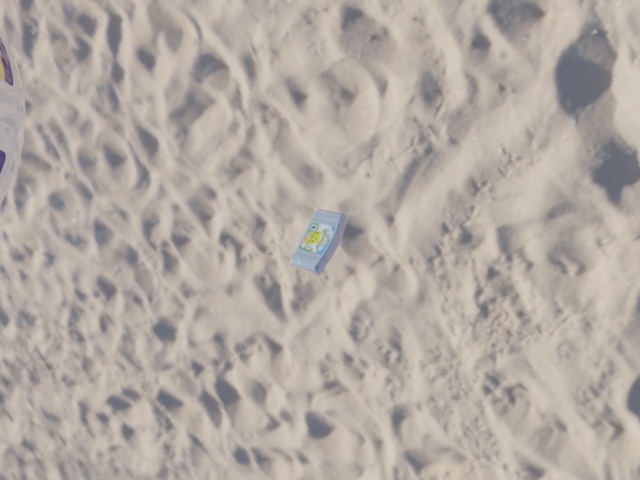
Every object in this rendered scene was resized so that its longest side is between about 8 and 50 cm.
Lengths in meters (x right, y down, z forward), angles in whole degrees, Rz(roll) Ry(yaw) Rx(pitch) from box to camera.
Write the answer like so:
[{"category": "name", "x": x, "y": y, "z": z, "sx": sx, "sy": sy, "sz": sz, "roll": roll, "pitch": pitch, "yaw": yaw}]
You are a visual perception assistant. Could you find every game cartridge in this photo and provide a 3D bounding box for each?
[{"category": "game cartridge", "x": 0.000, "y": 0.000, "z": 1.137, "sx": 0.056, "sy": 0.083, "sz": 0.017, "roll": 14, "pitch": 162, "yaw": 43}]

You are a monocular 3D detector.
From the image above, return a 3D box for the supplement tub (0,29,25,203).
[{"category": "supplement tub", "x": -0.341, "y": -0.108, "z": 0.497, "sx": 0.241, "sy": 0.241, "sz": 0.331, "roll": 47, "pitch": 178, "yaw": 13}]
